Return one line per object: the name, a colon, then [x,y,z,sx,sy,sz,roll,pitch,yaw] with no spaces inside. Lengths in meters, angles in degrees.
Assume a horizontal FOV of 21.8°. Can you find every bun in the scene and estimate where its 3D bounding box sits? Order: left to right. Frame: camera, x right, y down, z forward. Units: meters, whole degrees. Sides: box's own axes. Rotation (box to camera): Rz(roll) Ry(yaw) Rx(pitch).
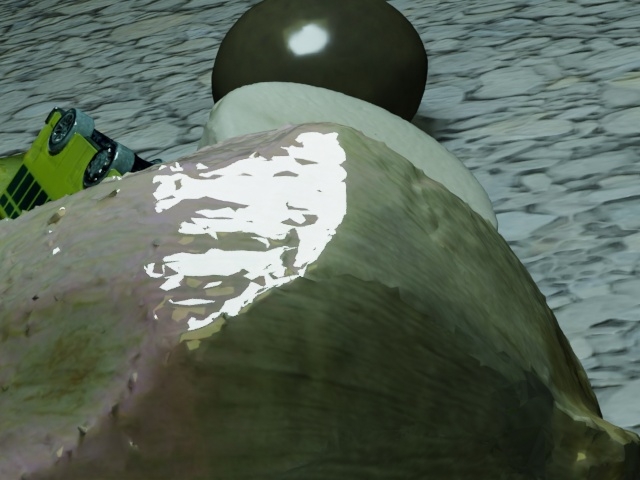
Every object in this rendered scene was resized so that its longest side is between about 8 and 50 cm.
bun: [0.000,0.000,1.389,0.263,0.175,0.263,20,29,-12]

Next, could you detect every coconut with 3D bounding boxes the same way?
coconut: [-0.013,0.135,0.856,0.405,0.404,0.404,-12,26,6]

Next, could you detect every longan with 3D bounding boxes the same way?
longan: [-0.003,-0.160,1.664,0.220,0.196,0.196,-8,26,13]

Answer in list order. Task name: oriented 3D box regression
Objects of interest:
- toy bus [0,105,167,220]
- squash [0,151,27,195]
toy bus: [-0.192,-0.012,1.504,0.150,0.128,0.262,-56,29,3]
squash: [-0.341,-0.049,1.760,0.090,0.075,0.200,12,10,12]
